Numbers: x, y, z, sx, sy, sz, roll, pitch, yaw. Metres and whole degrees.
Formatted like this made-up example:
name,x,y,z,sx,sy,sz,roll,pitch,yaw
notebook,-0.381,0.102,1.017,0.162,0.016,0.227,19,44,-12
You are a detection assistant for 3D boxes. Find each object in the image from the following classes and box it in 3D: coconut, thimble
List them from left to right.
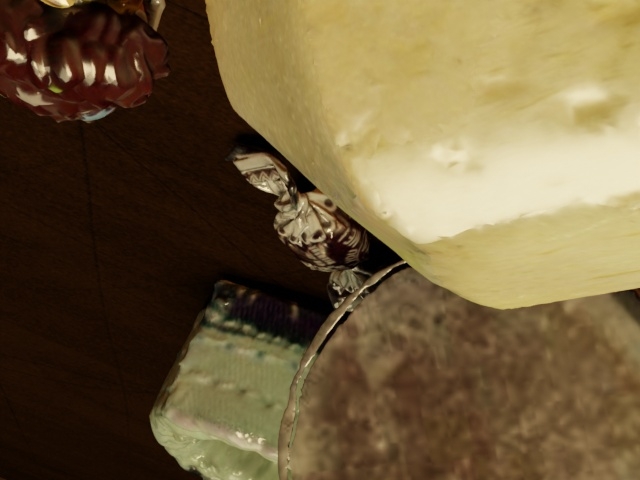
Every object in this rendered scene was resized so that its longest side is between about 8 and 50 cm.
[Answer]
name,x,y,z,sx,sy,sz,roll,pitch,yaw
thimble,-0.030,0.143,1.379,0.237,0.150,0.237,19,159,8
coconut,0.078,-0.094,0.542,0.259,0.259,0.259,18,160,7

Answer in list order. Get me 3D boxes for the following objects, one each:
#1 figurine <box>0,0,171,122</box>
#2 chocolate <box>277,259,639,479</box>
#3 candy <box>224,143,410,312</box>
name,x,y,z,sx,sy,sz,roll,pitch,yaw
figurine,-0.128,-0.135,0.810,0.175,0.115,0.240,21,159,-3
chocolate,0.148,0.156,1.085,0.303,0.303,0.213,7,176,32
candy,0.000,0.000,1.126,0.094,0.051,0.226,13,159,28
